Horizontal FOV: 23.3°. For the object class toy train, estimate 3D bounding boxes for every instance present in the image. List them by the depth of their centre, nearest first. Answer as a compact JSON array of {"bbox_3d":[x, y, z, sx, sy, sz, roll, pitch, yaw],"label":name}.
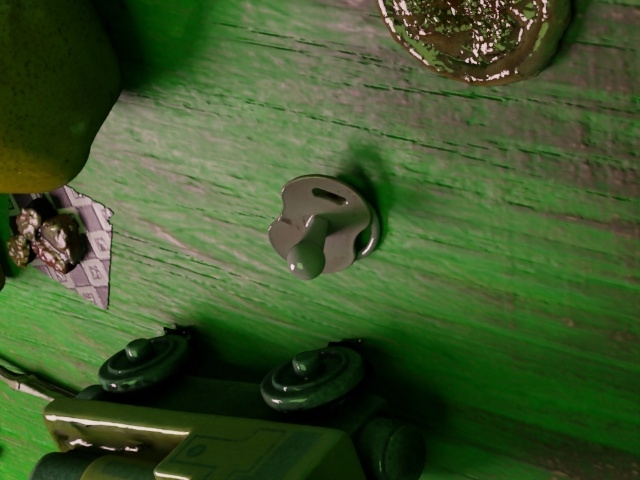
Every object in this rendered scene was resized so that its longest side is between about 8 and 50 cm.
[{"bbox_3d":[-0.099,0.188,1.246,0.369,0.237,0.150,0,120,41],"label":"toy train"}]

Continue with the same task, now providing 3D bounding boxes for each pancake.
[{"bbox_3d":[0.092,-0.166,0.988,0.151,0.025,0.152,24,133,28],"label":"pancake"}]

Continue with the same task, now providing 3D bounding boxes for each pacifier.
[{"bbox_3d":[0.000,0.000,1.148,0.081,0.078,0.099,21,133,1],"label":"pacifier"}]

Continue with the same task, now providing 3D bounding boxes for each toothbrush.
[{"bbox_3d":[-0.268,0.146,1.522,0.294,0.026,0.028,24,117,27],"label":"toothbrush"}]

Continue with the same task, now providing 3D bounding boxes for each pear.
[{"bbox_3d":[-0.253,-0.132,1.203,0.198,0.198,0.198,22,131,28],"label":"pear"}]

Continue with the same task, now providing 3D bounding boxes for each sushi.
[{"bbox_3d":[-0.243,-0.001,1.395,0.126,0.026,0.120,28,133,23],"label":"sushi"}]

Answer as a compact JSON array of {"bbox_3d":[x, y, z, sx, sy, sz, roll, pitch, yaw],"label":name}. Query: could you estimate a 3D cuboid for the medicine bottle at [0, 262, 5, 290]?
[{"bbox_3d":[-0.395,-0.024,1.418,0.112,0.149,0.222,9,124,37],"label":"medicine bottle"}]
